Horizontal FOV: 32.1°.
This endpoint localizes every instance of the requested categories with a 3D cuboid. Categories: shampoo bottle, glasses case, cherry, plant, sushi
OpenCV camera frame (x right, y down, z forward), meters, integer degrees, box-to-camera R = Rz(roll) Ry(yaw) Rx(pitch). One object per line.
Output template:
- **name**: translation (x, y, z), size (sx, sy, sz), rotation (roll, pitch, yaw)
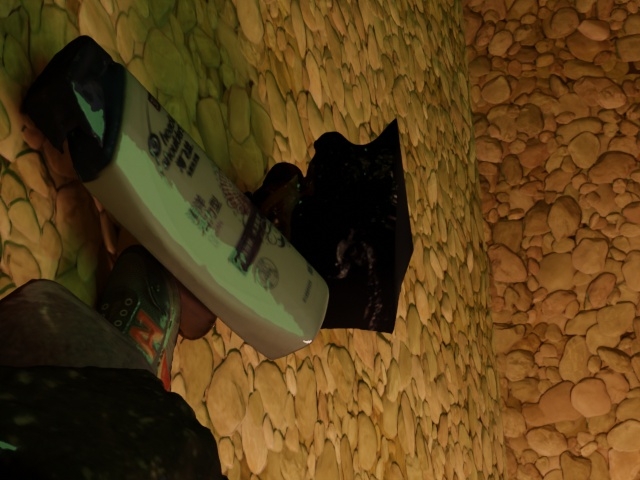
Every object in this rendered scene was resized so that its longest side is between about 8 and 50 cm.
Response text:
- **shampoo bottle**: translation (-0.129, -0.027, 1.053), size (0.359, 0.078, 0.134), rotation (48, 34, -29)
- **glasses case**: translation (-0.142, 0.015, 1.172), size (0.102, 0.070, 0.193), rotation (41, 35, -17)
- **cherry**: translation (-0.194, 0.120, 0.825), size (0.176, 0.140, 0.176), rotation (51, -10, 13)
- **plant**: translation (-0.191, 0.167, 0.576), size (0.320, 0.194, 0.182), rotation (-8, 122, -54)
- **sushi**: translation (0.000, 0.001, 1.345), size (0.227, 0.212, 0.216), rotation (-80, 166, -51)

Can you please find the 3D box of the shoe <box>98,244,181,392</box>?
- **shoe**: translation (-0.177, 0.090, 1.010), size (0.077, 0.074, 0.195), rotation (34, 50, -57)
